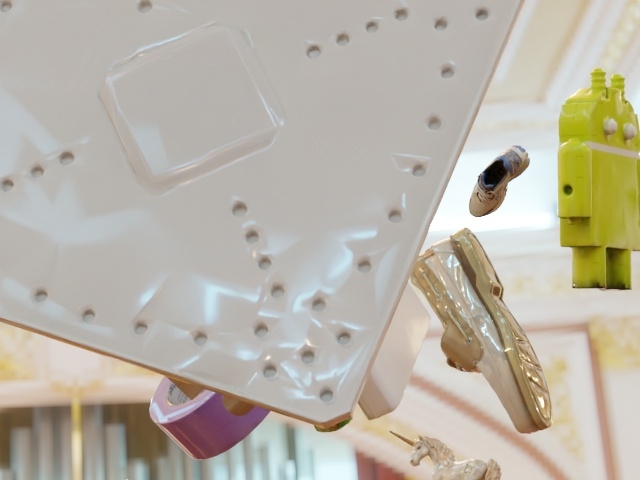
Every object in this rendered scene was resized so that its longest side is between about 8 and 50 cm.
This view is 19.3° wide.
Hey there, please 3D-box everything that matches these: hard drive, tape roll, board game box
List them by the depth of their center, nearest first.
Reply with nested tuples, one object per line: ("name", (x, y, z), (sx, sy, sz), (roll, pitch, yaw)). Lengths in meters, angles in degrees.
("board game box", (-0.089, -0.086, 1.349), (0.390, 0.390, 0.050), (17, -24, 16))
("hard drive", (0.000, 0.000, 1.830), (0.040, 0.203, 0.307), (-26, -74, 23))
("tape roll", (-0.138, 0.203, 2.569), (0.189, 0.189, 0.080), (-26, -63, 40))

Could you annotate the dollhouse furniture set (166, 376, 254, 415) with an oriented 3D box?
("dollhouse furniture set", (-0.064, 0.113, 1.886), (0.123, 0.144, 0.151), (-47, -1, 8))

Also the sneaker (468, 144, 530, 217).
("sneaker", (0.243, -0.083, 2.705), (0.058, 0.052, 0.135), (-22, -29, -47))

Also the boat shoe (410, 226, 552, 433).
("boat shoe", (0.217, 0.135, 2.537), (0.103, 0.302, 0.113), (-29, -26, 15))

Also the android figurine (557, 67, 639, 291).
("android figurine", (0.350, -0.074, 2.320), (0.056, 0.273, 0.248), (0, -4, 32))

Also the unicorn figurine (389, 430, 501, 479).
("unicorn figurine", (0.163, 0.297, 2.332), (0.162, 0.111, 0.060), (-3, -19, 33))
